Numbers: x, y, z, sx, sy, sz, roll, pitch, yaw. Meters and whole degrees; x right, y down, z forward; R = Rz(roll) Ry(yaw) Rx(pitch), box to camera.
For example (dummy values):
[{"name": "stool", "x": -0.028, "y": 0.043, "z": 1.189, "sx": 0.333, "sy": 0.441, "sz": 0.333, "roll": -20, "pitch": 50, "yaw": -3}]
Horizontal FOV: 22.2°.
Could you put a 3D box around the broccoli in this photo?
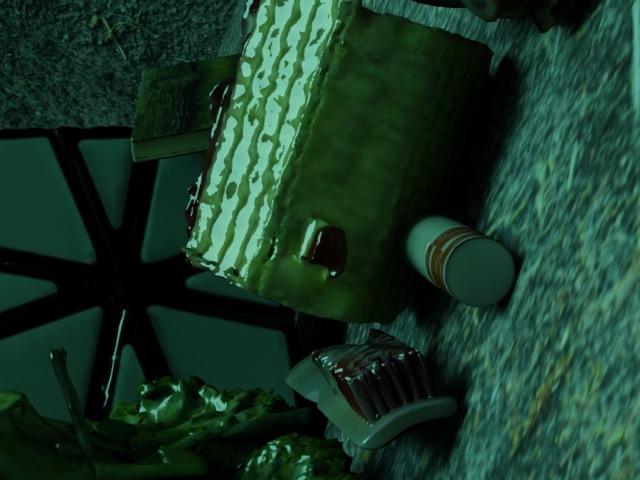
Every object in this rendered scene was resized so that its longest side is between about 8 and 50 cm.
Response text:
[{"name": "broccoli", "x": -0.108, "y": 0.190, "z": 0.928, "sx": 0.321, "sy": 0.283, "sz": 0.304, "roll": -5, "pitch": 48, "yaw": 47}]

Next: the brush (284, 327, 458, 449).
[{"name": "brush", "x": 0.018, "y": 0.080, "z": 1.011, "sx": 0.321, "sy": 0.060, "sz": 0.050, "roll": -175, "pitch": 61, "yaw": -82}]

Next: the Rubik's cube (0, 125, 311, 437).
[{"name": "Rubik's cube", "x": -0.184, "y": 0.083, "z": 1.325, "sx": 0.283, "sy": 0.293, "sz": 0.288, "roll": 122, "pitch": 145, "yaw": -68}]

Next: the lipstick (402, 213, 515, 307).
[{"name": "lipstick", "x": 0.075, "y": 0.009, "z": 0.907, "sx": 0.131, "sy": 0.038, "sz": 0.038, "roll": -136, "pitch": 64, "yaw": -81}]

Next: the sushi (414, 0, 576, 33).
[{"name": "sushi", "x": 0.081, "y": -0.205, "z": 0.995, "sx": 0.332, "sy": 0.130, "sz": 0.124, "roll": -112, "pitch": 41, "yaw": -75}]

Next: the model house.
[{"name": "model house", "x": 0.011, "y": -0.058, "z": 1.038, "sx": 0.254, "sy": 0.160, "sz": 0.196, "roll": -131, "pitch": 59, "yaw": -79}]

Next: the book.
[{"name": "book", "x": -0.027, "y": -0.116, "z": 1.237, "sx": 0.160, "sy": 0.228, "sz": 0.024, "roll": -94, "pitch": -6, "yaw": -65}]
